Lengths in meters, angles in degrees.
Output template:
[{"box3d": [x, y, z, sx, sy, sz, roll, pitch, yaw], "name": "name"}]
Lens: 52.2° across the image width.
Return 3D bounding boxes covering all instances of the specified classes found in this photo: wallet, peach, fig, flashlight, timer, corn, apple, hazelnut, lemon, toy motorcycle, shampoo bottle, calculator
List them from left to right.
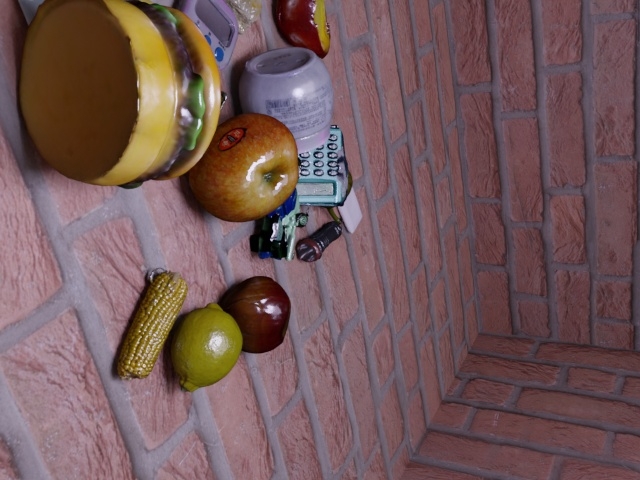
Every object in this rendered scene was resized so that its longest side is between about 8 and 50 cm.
[{"box3d": [-0.414, 0.207, 1.612, 0.106, 0.107, 0.292, 51, 49, -49], "name": "corn"}, {"box3d": [-0.303, 0.285, 1.731, 0.184, 0.184, 0.248, 44, 55, -52], "name": "lemon"}, {"box3d": [-0.306, -0.570, 1.749, 0.208, 0.069, 0.190, 41, 58, -52], "name": "timer"}, {"box3d": [-0.192, -0.184, 1.745, 0.309, 0.250, 0.277, -46, 124, 8], "name": "apple"}, {"box3d": [-0.193, 0.221, 1.900, 0.229, 0.230, 0.229, -9, 100, -59], "name": "hazelnut"}, {"box3d": [-0.134, -0.101, 1.994, 0.196, 0.125, 0.330, -2, 102, -50], "name": "toy motorcycle"}, {"box3d": [-0.097, -0.406, 1.920, 0.273, 0.273, 0.266, -51, 145, -44], "name": "shampoo bottle"}, {"box3d": [-0.059, -0.697, 2.073, 0.158, 0.154, 0.267, -65, 154, -47], "name": "peach"}, {"box3d": [-0.028, -0.246, 2.139, 0.249, 0.058, 0.273, -2, 96, -24], "name": "calculator"}, {"box3d": [0.000, 0.000, 2.313, 0.232, 0.093, 0.092, -41, 127, -58], "name": "flashlight"}, {"box3d": [0.033, -0.162, 2.332, 0.259, 0.152, 0.151, 93, 19, -56], "name": "fig"}, {"box3d": [0.111, -0.125, 2.532, 0.124, 0.032, 0.182, -59, 138, -38], "name": "wallet"}]

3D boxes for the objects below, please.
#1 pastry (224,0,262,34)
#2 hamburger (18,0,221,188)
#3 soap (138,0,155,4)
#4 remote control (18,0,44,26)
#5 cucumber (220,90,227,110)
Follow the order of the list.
[{"box3d": [-0.249, -0.690, 1.825, 0.258, 0.089, 0.121, 44, 68, -48], "name": "pastry"}, {"box3d": [-0.387, -0.291, 1.338, 0.278, 0.396, 0.395, -15, 105, -56], "name": "hamburger"}, {"box3d": [-0.406, -0.522, 1.619, 0.089, 0.033, 0.168, -60, 140, -41], "name": "soap"}, {"box3d": [-0.518, -0.514, 1.417, 0.293, 0.051, 0.103, -48, 131, -48], "name": "remote control"}, {"box3d": [-0.311, -0.311, 1.552, 0.105, 0.325, 0.145, 25, 87, -24], "name": "cucumber"}]
